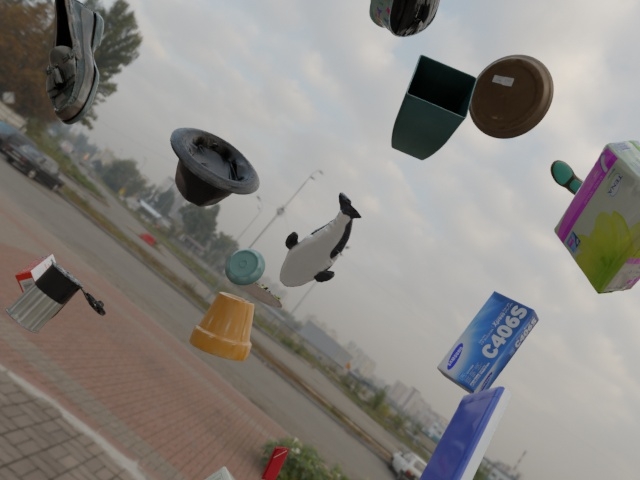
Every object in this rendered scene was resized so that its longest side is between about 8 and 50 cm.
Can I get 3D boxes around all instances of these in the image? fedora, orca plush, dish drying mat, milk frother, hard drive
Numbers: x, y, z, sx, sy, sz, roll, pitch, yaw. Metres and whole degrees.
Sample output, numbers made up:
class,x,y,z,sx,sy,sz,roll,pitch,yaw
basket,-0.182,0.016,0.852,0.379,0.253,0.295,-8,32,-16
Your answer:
class,x,y,z,sx,sy,sz,roll,pitch,yaw
fedora,-0.346,-0.202,1.586,0.334,0.152,0.334,31,24,-15
orca plush,0.000,0.000,1.321,0.151,0.287,0.102,29,24,6
dish drying mat,-0.090,0.448,1.035,0.032,0.083,0.008,15,19,-24
milk frother,-0.566,0.147,1.122,0.143,0.135,0.129,35,-13,23
hard drive,0.329,0.503,1.232,0.040,0.318,0.210,36,-26,4

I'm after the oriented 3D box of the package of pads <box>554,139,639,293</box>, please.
class,x,y,z,sx,sy,sz,roll,pitch,yaw
package of pads,0.682,-0.045,1.181,0.296,0.101,0.229,98,-17,-44

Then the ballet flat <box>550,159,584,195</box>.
class,x,y,z,sx,sy,sz,roll,pitch,yaw
ballet flat,0.869,-0.221,1.830,0.206,0.073,0.067,36,16,-24

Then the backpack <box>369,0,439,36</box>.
class,x,y,z,sx,sy,sz,roll,pitch,yaw
backpack,0.248,-0.738,1.508,0.191,0.225,0.253,42,-36,37

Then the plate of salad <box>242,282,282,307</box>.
class,x,y,z,sx,sy,sz,roll,pitch,yaw
plate of salad,-0.228,0.197,1.997,0.200,0.048,0.200,28,-20,11

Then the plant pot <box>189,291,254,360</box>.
class,x,y,z,sx,sy,sz,roll,pitch,yaw
plant pot,-0.314,0.282,1.744,0.205,0.188,0.205,19,-4,1

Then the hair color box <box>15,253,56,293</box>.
class,x,y,z,sx,sy,sz,roll,pitch,yaw
hair color box,-0.869,0.115,1.599,0.167,0.053,0.093,-106,-177,-73

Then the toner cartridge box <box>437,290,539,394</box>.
class,x,y,z,sx,sy,sz,roll,pitch,yaw
toner cartridge box,0.573,0.353,1.768,0.165,0.348,0.075,28,-16,49

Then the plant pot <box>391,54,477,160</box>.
class,x,y,z,sx,sy,sz,roll,pitch,yaw
plant pot,0.290,-0.345,1.429,0.166,0.165,0.234,23,-32,-1

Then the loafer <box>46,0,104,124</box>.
class,x,y,z,sx,sy,sz,roll,pitch,yaw
loafer,-0.452,-0.326,0.915,0.084,0.096,0.267,41,35,-53

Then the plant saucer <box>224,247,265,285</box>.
class,x,y,z,sx,sy,sz,roll,pitch,yaw
plant saucer,-0.219,0.071,1.485,0.119,0.119,0.021,35,-20,22

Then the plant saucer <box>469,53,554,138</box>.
class,x,y,z,sx,sy,sz,roll,pitch,yaw
plant saucer,0.613,-0.474,1.692,0.278,0.278,0.041,32,18,34

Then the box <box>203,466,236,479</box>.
class,x,y,z,sx,sy,sz,roll,pitch,yaw
box,-0.208,0.669,1.133,0.121,0.148,0.311,62,-12,-24
